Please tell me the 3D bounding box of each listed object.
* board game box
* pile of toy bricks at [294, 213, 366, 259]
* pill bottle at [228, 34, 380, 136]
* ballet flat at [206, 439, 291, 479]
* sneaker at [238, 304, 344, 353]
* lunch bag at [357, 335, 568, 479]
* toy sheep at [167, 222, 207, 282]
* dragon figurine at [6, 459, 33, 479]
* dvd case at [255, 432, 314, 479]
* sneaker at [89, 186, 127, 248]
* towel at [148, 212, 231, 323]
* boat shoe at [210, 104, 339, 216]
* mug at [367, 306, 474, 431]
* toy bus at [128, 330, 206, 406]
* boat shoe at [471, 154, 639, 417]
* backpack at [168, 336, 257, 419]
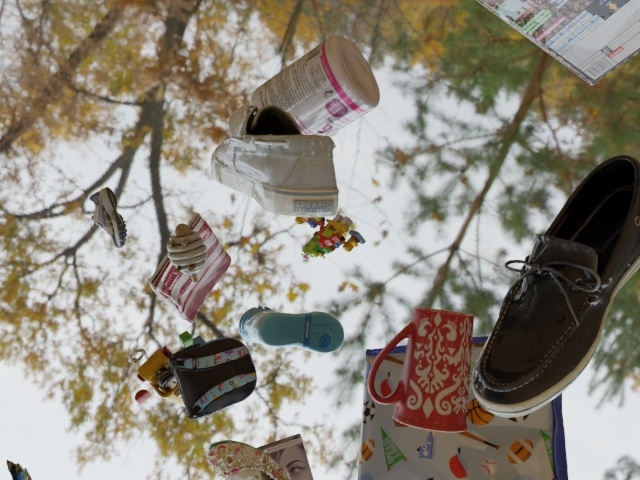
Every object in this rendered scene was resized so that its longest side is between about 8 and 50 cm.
[{"bbox_3d":[0.373,-0.403,1.067,0.291,0.232,0.141,33,-114,-8],"label":"board game box"},{"bbox_3d":[0.000,0.000,1.637,0.118,0.105,0.212,50,164,-30],"label":"pile of toy bricks"},{"bbox_3d":[-0.037,-0.267,1.490,0.160,0.283,0.160,39,-144,-36],"label":"pill bottle"},{"bbox_3d":[-0.111,0.411,1.289,0.241,0.091,0.077,47,-162,-50],"label":"ballet flat"},{"bbox_3d":[-0.099,0.258,2.233,0.319,0.127,0.208,15,173,-36],"label":"sneaker"},{"bbox_3d":[0.290,0.372,1.474,0.239,0.385,0.328,33,-129,-45],"label":"lunch bag"},{"bbox_3d":[-0.279,0.027,1.566,0.091,0.132,0.091,-6,-164,2],"label":"toy sheep"},{"bbox_3d":[-0.416,0.314,0.872,0.289,0.085,0.144,36,-113,-8],"label":"dragon figurine"},{"bbox_3d":[-0.089,0.536,1.569,0.164,0.018,0.221,-17,-118,-4],"label":"dvd case"},{"bbox_3d":[-0.462,-0.045,1.622,0.058,0.135,0.052,-16,-177,8],"label":"sneaker"},{"bbox_3d":[-0.353,0.085,2.089,0.037,0.237,0.329,26,164,17],"label":"towel"},{"bbox_3d":[-0.040,-0.080,0.669,0.079,0.081,0.227,0,-166,-24],"label":"boat shoe"},{"bbox_3d":[0.160,0.187,1.110,0.150,0.169,0.113,9,178,-35],"label":"mug"},{"bbox_3d":[-0.356,0.335,1.805,0.202,0.191,0.104,-18,-132,-40],"label":"toy bus"},{"bbox_3d":[0.401,0.063,1.230,0.156,0.500,0.187,47,167,-35],"label":"boat shoe"},{"bbox_3d":[-0.219,0.288,1.625,0.117,0.173,0.158,22,-134,-82],"label":"backpack"}]
